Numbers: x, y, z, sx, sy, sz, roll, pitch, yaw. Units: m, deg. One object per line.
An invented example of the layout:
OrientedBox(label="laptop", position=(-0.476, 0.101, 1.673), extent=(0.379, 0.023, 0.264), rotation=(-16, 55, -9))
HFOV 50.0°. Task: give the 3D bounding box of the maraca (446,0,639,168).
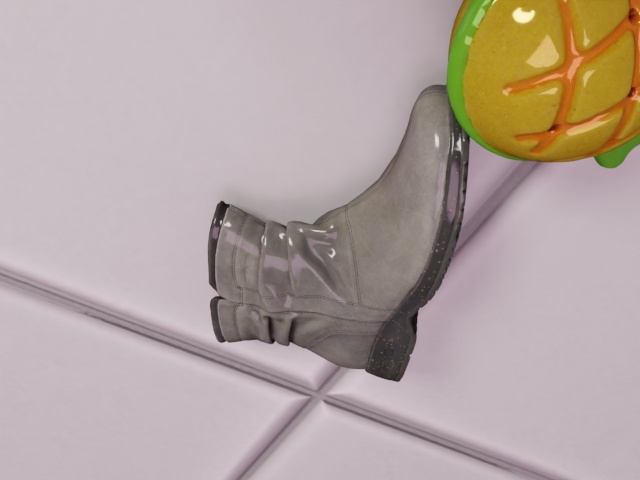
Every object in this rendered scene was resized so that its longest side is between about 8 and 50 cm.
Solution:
OrientedBox(label="maraca", position=(0.145, -0.095, 0.364), extent=(0.185, 0.099, 0.127), rotation=(8, 126, -33))

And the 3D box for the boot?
OrientedBox(label="boot", position=(0.000, 0.000, 0.463), extent=(0.161, 0.083, 0.247), rotation=(12, 128, 0))
